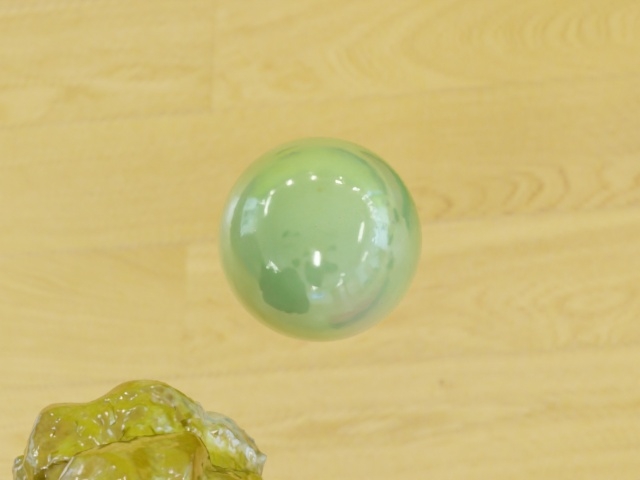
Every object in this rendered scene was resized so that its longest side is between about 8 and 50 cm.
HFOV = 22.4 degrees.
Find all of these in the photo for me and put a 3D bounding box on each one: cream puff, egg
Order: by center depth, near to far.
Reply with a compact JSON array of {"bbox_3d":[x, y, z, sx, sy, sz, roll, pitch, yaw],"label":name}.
[{"bbox_3d":[-0.222,0.302,1.588,0.275,0.378,0.378,30,78,25],"label":"cream puff"},{"bbox_3d":[0.000,0.000,1.740,0.220,0.270,0.220,-1,82,5],"label":"egg"}]
